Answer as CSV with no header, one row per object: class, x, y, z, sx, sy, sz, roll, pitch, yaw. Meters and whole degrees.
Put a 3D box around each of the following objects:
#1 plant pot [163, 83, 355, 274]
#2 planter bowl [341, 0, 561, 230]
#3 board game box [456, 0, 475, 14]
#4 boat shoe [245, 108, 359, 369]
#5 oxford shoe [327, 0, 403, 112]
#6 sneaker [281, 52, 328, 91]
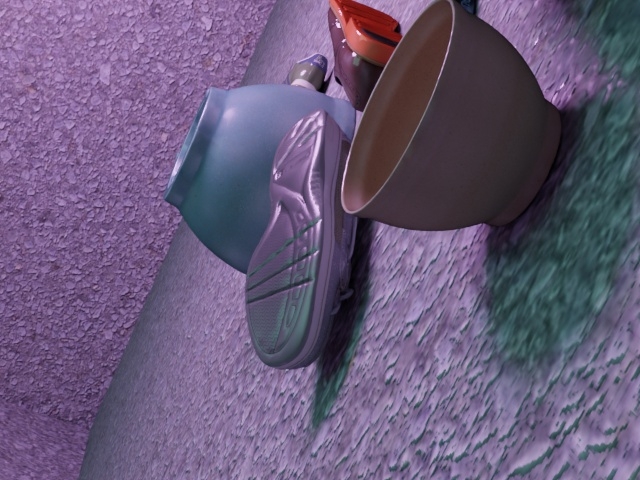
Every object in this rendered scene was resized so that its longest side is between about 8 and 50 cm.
plant pot,-0.103,-0.100,1.293,0.293,0.196,0.293,-158,90,-77
planter bowl,0.098,-0.074,0.644,0.162,0.109,0.162,-60,16,29
board game box,0.100,-0.159,0.958,0.186,0.026,0.126,-51,21,50
boat shoe,-0.002,0.000,0.984,0.118,0.103,0.320,-32,39,36
oxford shoe,0.045,-0.248,1.184,0.271,0.097,0.098,-95,24,-63
sneaker,-0.032,-0.272,1.604,0.086,0.064,0.192,-63,12,-13
